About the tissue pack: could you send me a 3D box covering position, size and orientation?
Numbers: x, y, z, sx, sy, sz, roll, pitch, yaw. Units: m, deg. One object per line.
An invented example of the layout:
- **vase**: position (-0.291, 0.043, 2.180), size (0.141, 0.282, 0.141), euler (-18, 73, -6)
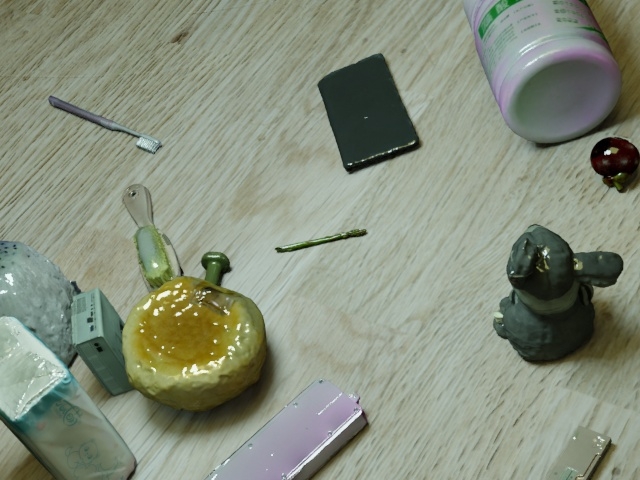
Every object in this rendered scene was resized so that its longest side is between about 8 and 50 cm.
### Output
- **tissue pack**: position (-0.411, 0.262, 1.785), size (0.124, 0.271, 0.201), euler (-40, 48, -16)

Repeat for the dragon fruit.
- **dragon fruit**: position (-0.568, 0.139, 2.005), size (0.283, 0.221, 0.204), euler (-4, 42, 16)

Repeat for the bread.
- **bread**: position (-0.196, 0.170, 1.885), size (0.244, 0.134, 0.244), euler (-9, 46, 10)

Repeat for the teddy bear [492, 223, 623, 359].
- **teddy bear**: position (0.345, 0.057, 1.714), size (0.171, 0.251, 0.144), euler (-2, 49, 1)

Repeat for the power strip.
- **power strip**: position (-0.055, 0.319, 1.756), size (0.279, 0.037, 0.109), euler (-41, 47, -16)

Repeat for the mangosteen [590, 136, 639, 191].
- **mangosteen**: position (0.480, -0.131, 1.929), size (0.081, 0.081, 0.081), euler (-11, 46, 12)

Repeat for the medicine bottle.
- **medicine bottle**: position (0.383, -0.348, 2.071), size (0.212, 0.212, 0.325), euler (-16, 46, 7)

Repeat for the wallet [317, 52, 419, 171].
- **wallet**: position (0.085, -0.244, 2.223), size (0.146, 0.030, 0.285), euler (-22, 44, 6)

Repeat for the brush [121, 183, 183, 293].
- **brush**: position (-0.320, -0.021, 2.158), size (0.072, 0.067, 0.313), euler (-25, 43, 0)

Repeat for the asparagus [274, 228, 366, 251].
- **asparagus**: position (0.000, 0.000, 2.043), size (0.166, 0.013, 0.016), euler (-12, 4, 10)

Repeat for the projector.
- **projector**: position (-0.357, 0.168, 1.937), size (0.061, 0.147, 0.115), euler (-19, 45, 5)

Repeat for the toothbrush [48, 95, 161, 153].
- **toothbrush**: position (-0.454, -0.242, 2.440), size (0.354, 0.024, 0.029), euler (24, 70, 36)

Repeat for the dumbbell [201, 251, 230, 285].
- **dumbbell**: position (-0.189, 0.074, 2.028), size (0.052, 0.046, 0.118), euler (-2, 49, 12)

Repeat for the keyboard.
- **keyboard**: position (0.338, 0.328, 1.606), size (0.055, 0.017, 0.166), euler (17, 57, 38)
